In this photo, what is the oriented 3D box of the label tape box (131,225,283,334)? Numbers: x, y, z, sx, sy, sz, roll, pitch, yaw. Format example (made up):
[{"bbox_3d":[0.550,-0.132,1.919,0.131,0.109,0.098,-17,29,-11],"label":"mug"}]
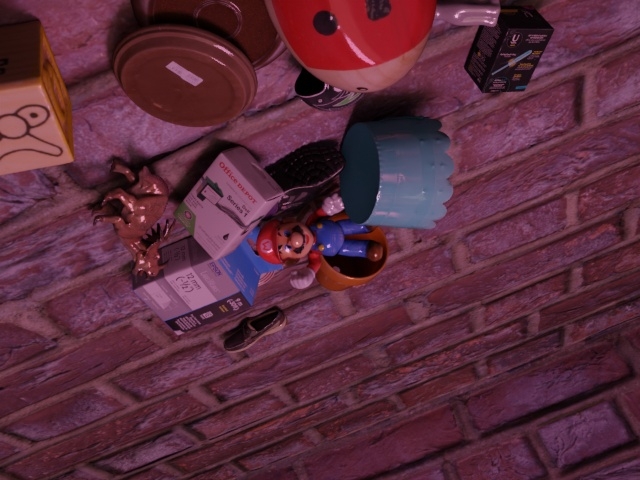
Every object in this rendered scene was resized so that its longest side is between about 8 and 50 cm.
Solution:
[{"bbox_3d":[-0.295,0.101,1.694,0.348,0.115,0.249,-20,139,5],"label":"label tape box"}]

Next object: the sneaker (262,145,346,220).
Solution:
[{"bbox_3d":[-0.063,-0.139,1.555,0.283,0.107,0.124,-25,159,10],"label":"sneaker"}]

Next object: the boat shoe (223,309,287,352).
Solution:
[{"bbox_3d":[-0.217,0.282,2.003,0.224,0.080,0.073,-26,137,-1],"label":"boat shoe"}]

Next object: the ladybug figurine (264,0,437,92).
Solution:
[{"bbox_3d":[0.056,-0.438,1.018,0.305,0.162,0.449,-26,127,-2],"label":"ladybug figurine"}]

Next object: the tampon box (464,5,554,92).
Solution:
[{"bbox_3d":[0.416,-0.426,1.395,0.121,0.101,0.161,-6,140,-19],"label":"tampon box"}]

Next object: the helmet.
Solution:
[{"bbox_3d":[0.030,-0.346,1.270,0.170,0.169,0.161,-11,125,-12],"label":"helmet"}]

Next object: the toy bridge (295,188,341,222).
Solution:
[{"bbox_3d":[-0.011,-0.079,1.657,0.188,0.063,0.026,-37,140,15],"label":"toy bridge"}]

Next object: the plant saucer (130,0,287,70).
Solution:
[{"bbox_3d":[-0.185,-0.409,1.128,0.311,0.050,0.310,-3,145,-2],"label":"plant saucer"}]

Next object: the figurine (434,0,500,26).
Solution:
[{"bbox_3d":[0.256,-0.514,1.241,0.210,0.092,0.214,-5,142,-7],"label":"figurine"}]

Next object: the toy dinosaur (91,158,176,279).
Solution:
[{"bbox_3d":[-0.401,-0.066,1.423,0.200,0.127,0.295,18,125,-25],"label":"toy dinosaur"}]

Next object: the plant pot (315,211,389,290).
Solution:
[{"bbox_3d":[0.065,0.050,1.764,0.205,0.205,0.188,-5,156,-19],"label":"plant pot"}]

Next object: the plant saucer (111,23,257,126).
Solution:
[{"bbox_3d":[-0.262,-0.303,1.205,0.278,0.041,0.278,2,154,1],"label":"plant saucer"}]

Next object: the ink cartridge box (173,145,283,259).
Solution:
[{"bbox_3d":[-0.217,-0.088,1.463,0.219,0.160,0.092,-46,174,29],"label":"ink cartridge box"}]

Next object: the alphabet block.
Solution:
[{"bbox_3d":[-0.561,-0.244,1.098,0.197,0.193,0.192,-12,143,-11],"label":"alphabet block"}]

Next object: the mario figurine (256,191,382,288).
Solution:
[{"bbox_3d":[0.000,0.000,1.561,0.321,0.198,0.170,-6,140,-13],"label":"mario figurine"}]

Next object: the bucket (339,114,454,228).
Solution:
[{"bbox_3d":[0.169,-0.159,1.481,0.183,0.281,0.281,-2,139,-20],"label":"bucket"}]

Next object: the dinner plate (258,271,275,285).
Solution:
[{"bbox_3d":[-0.202,0.092,1.820,0.141,0.017,0.141,-13,142,-11],"label":"dinner plate"}]
